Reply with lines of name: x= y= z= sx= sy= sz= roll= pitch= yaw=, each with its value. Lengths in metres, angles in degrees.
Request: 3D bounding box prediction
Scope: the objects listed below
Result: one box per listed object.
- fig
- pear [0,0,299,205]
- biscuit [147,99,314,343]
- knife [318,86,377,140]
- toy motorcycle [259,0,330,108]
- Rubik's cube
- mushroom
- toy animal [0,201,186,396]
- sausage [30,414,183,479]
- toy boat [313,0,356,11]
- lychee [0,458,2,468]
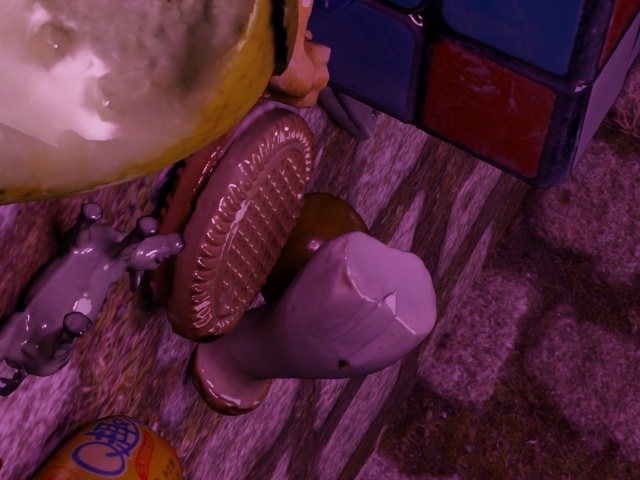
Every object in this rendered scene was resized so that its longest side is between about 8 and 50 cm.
fig: x=0.006 y=0.014 z=1.631 sx=0.186 sy=0.142 sz=0.148 roll=-31 pitch=172 yaw=-44
pear: x=-0.162 y=-0.121 z=0.590 sx=0.292 sy=0.159 sz=0.292 roll=-12 pitch=122 yaw=-20
biscuit: x=-0.082 y=-0.025 z=1.382 sx=0.259 sy=0.079 sz=0.259 roll=-58 pitch=165 yaw=-26
knife: x=0.031 y=-0.171 z=1.623 sx=0.265 sy=0.040 sz=0.073 roll=46 pitch=59 yaw=-75
toy motorcycle: x=-0.114 y=-0.171 z=0.812 sx=0.410 sy=0.168 sz=0.237 roll=-15 pitch=125 yaw=-50
Rubik's cube: x=0.173 y=-0.298 z=1.365 sx=0.313 sy=0.318 sz=0.316 roll=-54 pitch=161 yaw=-31
mushroom: x=-0.022 y=0.090 z=1.506 sx=0.328 sy=0.159 sz=0.122 roll=-28 pitch=-157 yaw=44
toy animal: x=-0.190 y=0.042 z=1.138 sx=0.217 sy=0.073 sz=0.176 roll=-53 pitch=176 yaw=-27
sausage: x=-0.232 y=0.277 z=1.265 sx=0.347 sy=0.123 sz=0.123 roll=-52 pitch=161 yaw=-41
toy boat: x=0.005 y=-0.283 z=1.174 sx=0.295 sy=0.129 sz=0.088 roll=89 pitch=19 yaw=-61
lychee: x=-0.268 y=0.126 z=0.611 sx=0.264 sy=0.264 sz=0.300 roll=41 pitch=48 yaw=-75
